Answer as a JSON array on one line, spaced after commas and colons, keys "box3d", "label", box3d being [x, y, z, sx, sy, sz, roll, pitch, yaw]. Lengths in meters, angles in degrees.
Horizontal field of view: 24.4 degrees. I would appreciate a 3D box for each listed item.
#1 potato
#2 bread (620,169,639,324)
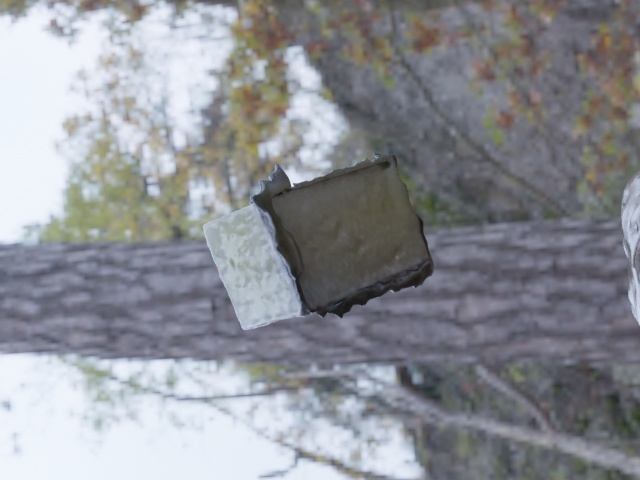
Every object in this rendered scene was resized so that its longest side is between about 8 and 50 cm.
[{"box3d": [-0.001, 0.001, 0.798, 0.122, 0.061, 0.086, -19, -94, -49], "label": "potato"}, {"box3d": [0.211, -0.013, 0.490, 0.123, 0.230, 0.230, 57, -156, -8], "label": "bread"}]
